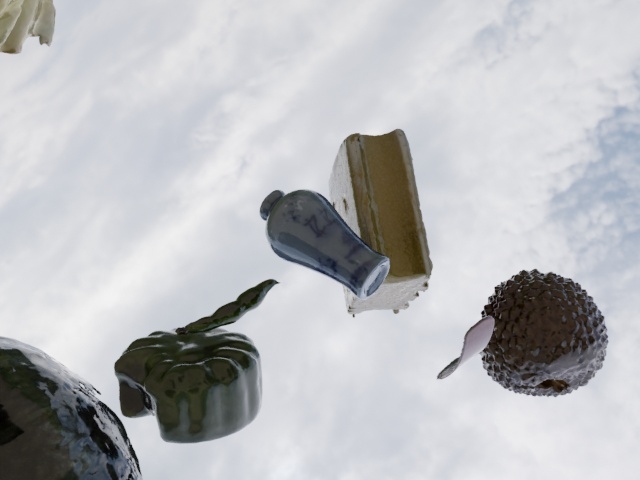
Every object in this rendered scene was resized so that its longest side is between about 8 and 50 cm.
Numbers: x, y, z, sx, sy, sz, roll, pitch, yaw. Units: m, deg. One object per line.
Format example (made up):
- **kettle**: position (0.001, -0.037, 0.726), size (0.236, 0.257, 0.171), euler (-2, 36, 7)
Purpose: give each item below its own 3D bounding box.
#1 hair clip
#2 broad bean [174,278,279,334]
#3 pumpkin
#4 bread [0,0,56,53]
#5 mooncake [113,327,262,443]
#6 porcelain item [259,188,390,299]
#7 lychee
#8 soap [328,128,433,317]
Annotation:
- **hair clip**: position (0.186, 0.142, 0.871), size (0.054, 0.137, 0.022), euler (-28, -116, -28)
- **broad bean**: position (-0.207, 0.164, 1.611), size (0.060, 0.043, 0.298), euler (37, -134, 28)
- **pumpkin**: position (-0.428, 0.349, 0.929), size (0.344, 0.453, 0.455), euler (-24, -149, -31)
- **bread**: position (-0.359, -0.335, 0.540), size (0.183, 0.236, 0.388), euler (-23, -98, 34)
- **mooncake**: position (-0.296, 0.322, 1.598), size (0.352, 0.187, 0.351), euler (-1, -170, 0)
- **porcelain item**: position (0.000, 0.000, 1.217), size (0.259, 0.141, 0.141), euler (36, -104, 25)
- **lychee**: position (0.438, 0.178, 1.363), size (0.268, 0.267, 0.267), euler (-20, -138, 20)
- **soap**: position (0.120, -0.028, 1.450), size (0.156, 0.293, 0.334), euler (-6, -106, -7)
